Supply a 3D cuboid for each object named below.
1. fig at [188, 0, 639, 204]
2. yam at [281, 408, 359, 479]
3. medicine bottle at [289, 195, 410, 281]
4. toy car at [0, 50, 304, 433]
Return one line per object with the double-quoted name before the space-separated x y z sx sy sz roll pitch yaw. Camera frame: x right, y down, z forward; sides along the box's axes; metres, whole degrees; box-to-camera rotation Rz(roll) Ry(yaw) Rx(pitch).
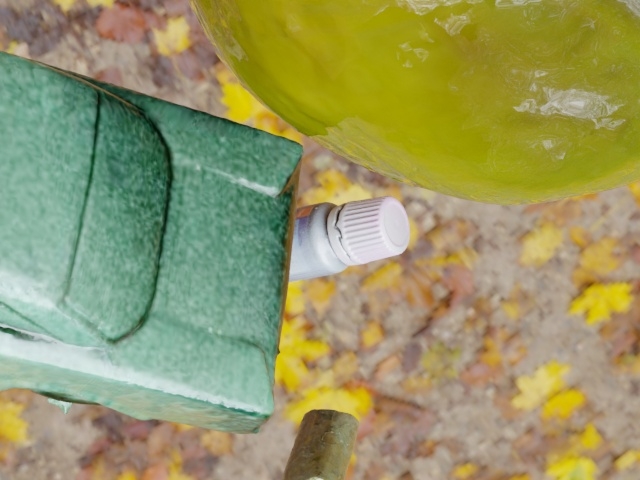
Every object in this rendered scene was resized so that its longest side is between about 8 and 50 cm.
"fig" 0.097 -0.167 0.641 0.343 0.343 0.343 -12 126 -17
"yam" 0.000 0.237 1.539 0.070 0.146 0.070 8 130 9
"medicine bottle" 0.000 0.000 1.607 0.203 0.083 0.083 -9 139 33
"toy car" -0.156 -0.023 0.573 0.321 0.141 0.097 16 156 -22
